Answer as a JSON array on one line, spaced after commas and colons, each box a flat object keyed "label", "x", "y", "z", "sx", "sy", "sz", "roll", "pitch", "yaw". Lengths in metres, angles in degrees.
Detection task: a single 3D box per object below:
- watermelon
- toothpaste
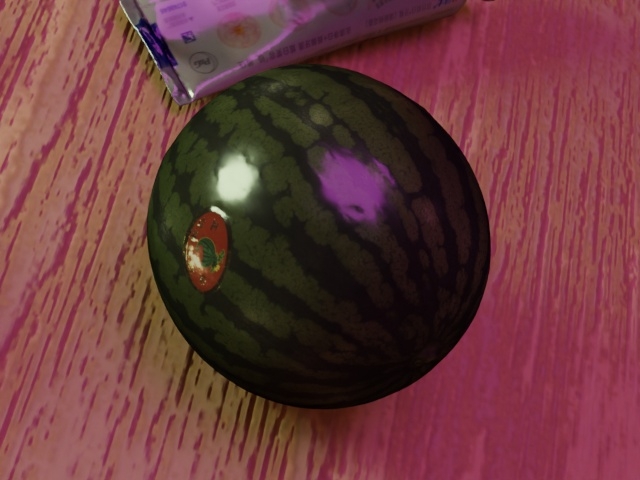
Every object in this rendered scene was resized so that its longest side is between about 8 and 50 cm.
[{"label": "watermelon", "x": 0.000, "y": 0.000, "z": 0.955, "sx": 0.212, "sy": 0.212, "sz": 0.212, "roll": 15, "pitch": 51, "yaw": -19}, {"label": "toothpaste", "x": 0.006, "y": -0.179, "z": 1.188, "sx": 0.323, "sy": 0.066, "sz": 0.100, "roll": -19, "pitch": 72, "yaw": -33}]
